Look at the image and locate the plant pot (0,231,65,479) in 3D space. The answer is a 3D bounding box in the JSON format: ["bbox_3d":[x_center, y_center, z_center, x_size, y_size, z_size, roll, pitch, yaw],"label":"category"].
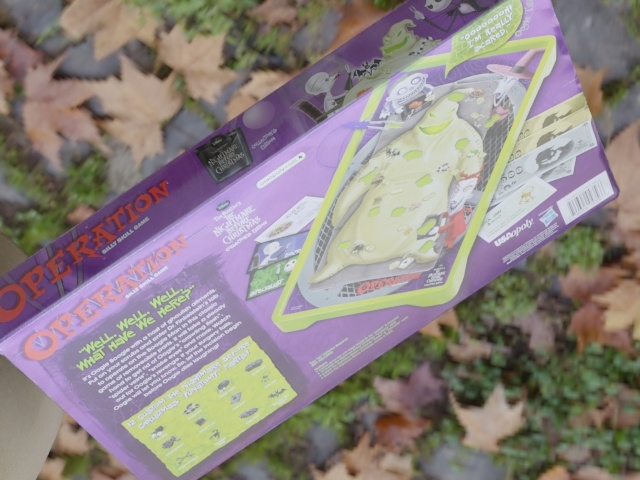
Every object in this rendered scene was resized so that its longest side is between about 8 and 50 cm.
[{"bbox_3d":[-0.289,0.127,0.942,0.256,0.274,0.257,-2,106,-7],"label":"plant pot"}]

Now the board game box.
[{"bbox_3d":[0.000,0.000,0.870,0.346,0.056,0.208,-34,144,-1],"label":"board game box"}]
